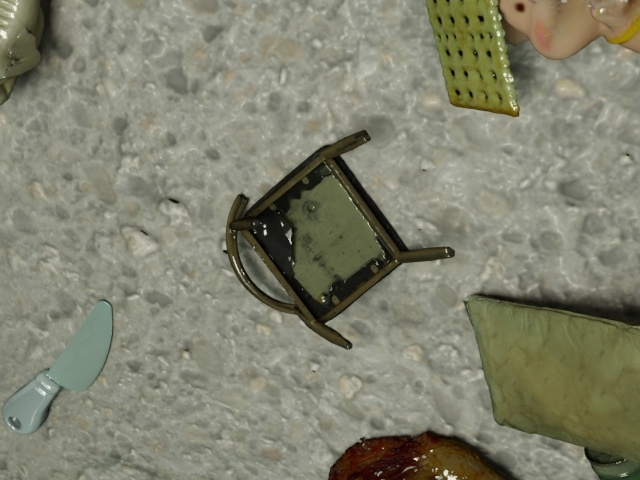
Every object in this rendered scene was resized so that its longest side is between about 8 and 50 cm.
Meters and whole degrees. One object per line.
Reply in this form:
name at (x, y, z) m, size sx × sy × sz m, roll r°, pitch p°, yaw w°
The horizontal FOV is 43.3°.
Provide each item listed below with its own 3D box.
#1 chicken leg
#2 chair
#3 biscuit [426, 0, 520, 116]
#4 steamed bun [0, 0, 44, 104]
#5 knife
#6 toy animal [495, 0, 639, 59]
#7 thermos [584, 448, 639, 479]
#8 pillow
chicken leg at (0.156, 0.341, 1.074) m, size 0.322 × 0.083 × 0.177 m, roll -14°, pitch 117°, yaw 29°
chair at (0.000, 0.000, 0.929) m, size 0.188 × 0.166 × 0.272 m, roll 53°, pitch 164°, yaw -9°
biscuit at (0.131, -0.235, 0.778) m, size 0.016 × 0.139 × 0.232 m, roll -22°, pitch 109°, yaw -13°
steamed bun at (-0.433, -0.253, 0.991) m, size 0.211 × 0.144 × 0.218 m, roll 14°, pitch 89°, yaw 7°
knife at (-0.399, 0.210, 1.262) m, size 0.080 × 0.044 × 0.331 m, roll 46°, pitch 119°, yaw -3°
toy animal at (0.270, -0.235, 0.705) m, size 0.248 × 0.149 × 0.165 m, roll 16°, pitch 111°, yaw 23°
thermos at (0.387, 0.312, 0.966) m, size 0.073 × 0.083 × 0.188 m, roll -10°, pitch 113°, yaw 49°
pillow at (0.289, 0.159, 0.869) m, size 0.302 × 0.075 × 0.185 m, roll 6°, pitch 118°, yaw 52°
